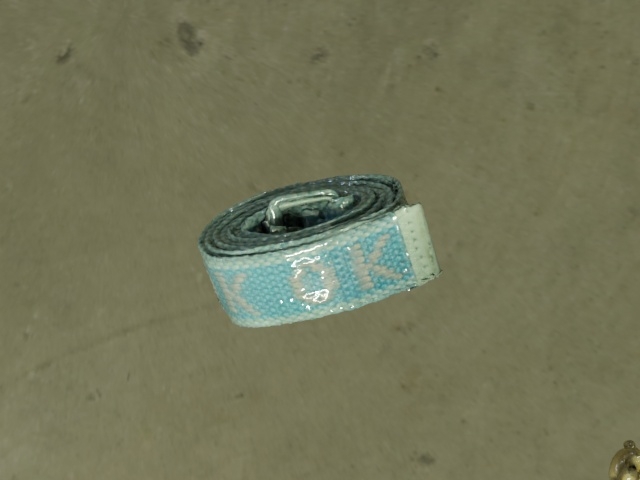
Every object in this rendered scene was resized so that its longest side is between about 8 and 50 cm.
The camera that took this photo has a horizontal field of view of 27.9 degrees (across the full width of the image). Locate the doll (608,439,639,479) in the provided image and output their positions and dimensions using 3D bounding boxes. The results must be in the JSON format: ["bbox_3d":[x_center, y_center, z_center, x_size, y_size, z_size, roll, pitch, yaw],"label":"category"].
[{"bbox_3d":[0.295,0.231,1.255,0.051,0.093,0.061,28,103,32],"label":"doll"}]

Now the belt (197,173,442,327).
[{"bbox_3d":[-0.009,0.002,0.987,0.163,0.147,0.082,-20,113,-6],"label":"belt"}]
